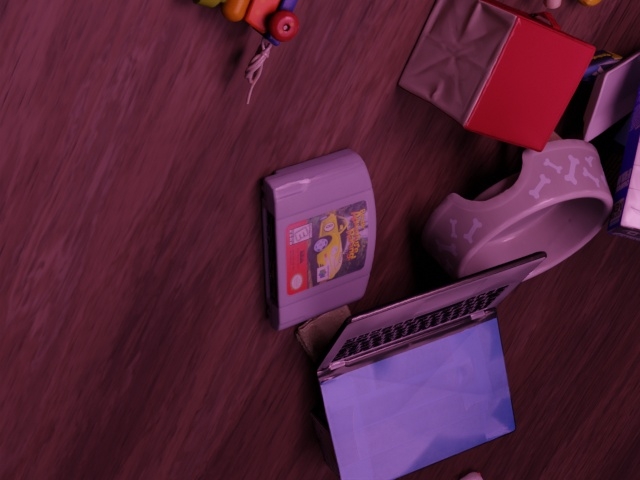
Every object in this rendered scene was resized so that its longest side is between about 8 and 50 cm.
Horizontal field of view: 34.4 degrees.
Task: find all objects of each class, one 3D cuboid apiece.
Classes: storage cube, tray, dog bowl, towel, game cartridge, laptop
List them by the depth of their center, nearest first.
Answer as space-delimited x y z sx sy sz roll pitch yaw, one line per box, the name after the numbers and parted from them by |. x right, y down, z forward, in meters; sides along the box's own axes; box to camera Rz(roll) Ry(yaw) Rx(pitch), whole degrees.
0.276 -0.277 1.639 0.193 0.183 0.215 9 113 -40 | storage cube
0.000 0.000 1.707 0.196 0.060 0.294 -23 130 -28 | game cartridge
0.357 -0.031 1.827 0.349 0.102 0.349 -21 155 -10 | dog bowl
0.212 0.245 1.829 0.382 0.236 0.408 -18 161 -19 | laptop
0.020 0.174 1.861 0.110 0.027 0.148 -37 135 -10 | towel
0.559 -0.287 1.909 0.270 0.030 0.145 -31 143 -42 | tray

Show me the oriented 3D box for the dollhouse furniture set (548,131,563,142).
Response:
0.400 -0.229 1.789 0.144 0.123 0.151 -5 134 -35 | dollhouse furniture set

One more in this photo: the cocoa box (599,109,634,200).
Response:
0.723 -0.167 2.009 0.347 0.228 0.231 -55 147 6 | cocoa box

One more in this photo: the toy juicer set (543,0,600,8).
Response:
0.438 -0.483 1.701 0.329 0.089 0.209 -24 144 -34 | toy juicer set

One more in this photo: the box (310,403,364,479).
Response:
0.134 0.335 2.016 0.290 0.087 0.169 -29 132 -19 | box

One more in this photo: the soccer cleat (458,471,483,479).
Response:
0.333 0.619 2.386 0.076 0.068 0.196 -9 117 -27 | soccer cleat

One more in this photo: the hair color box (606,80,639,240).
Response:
0.637 -0.157 1.815 0.110 0.185 0.339 91 14 -82 | hair color box

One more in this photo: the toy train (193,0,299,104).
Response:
-0.109 -0.311 1.383 0.143 0.105 0.248 14 110 -32 | toy train

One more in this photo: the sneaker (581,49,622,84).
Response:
0.488 -0.306 1.877 0.144 0.053 0.059 -12 128 -30 | sneaker
